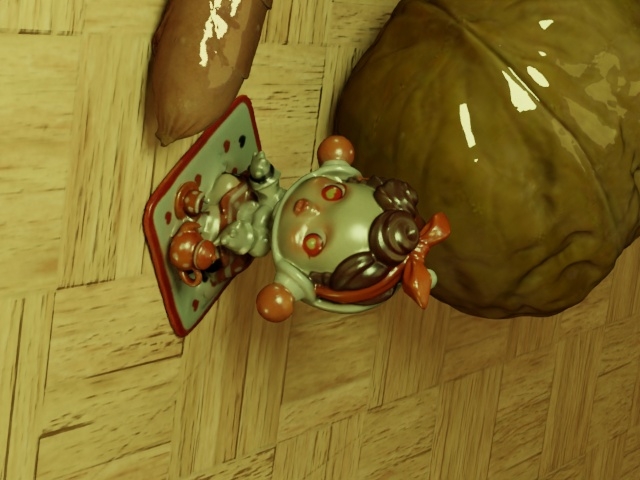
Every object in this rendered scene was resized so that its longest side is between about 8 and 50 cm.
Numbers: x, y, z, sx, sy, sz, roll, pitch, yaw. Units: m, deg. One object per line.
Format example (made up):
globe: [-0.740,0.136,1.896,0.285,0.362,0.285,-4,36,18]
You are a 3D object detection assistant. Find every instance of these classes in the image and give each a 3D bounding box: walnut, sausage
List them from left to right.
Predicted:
sausage: [-0.062,-0.282,1.438,0.088,0.088,0.433,20,83,-63]
walnut: [0.191,-0.108,1.750,0.354,0.308,0.398,-47,147,-12]

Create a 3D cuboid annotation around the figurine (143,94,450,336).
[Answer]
figurine: [0.000,0.000,1.518,0.183,0.226,0.160,-54,146,-39]
